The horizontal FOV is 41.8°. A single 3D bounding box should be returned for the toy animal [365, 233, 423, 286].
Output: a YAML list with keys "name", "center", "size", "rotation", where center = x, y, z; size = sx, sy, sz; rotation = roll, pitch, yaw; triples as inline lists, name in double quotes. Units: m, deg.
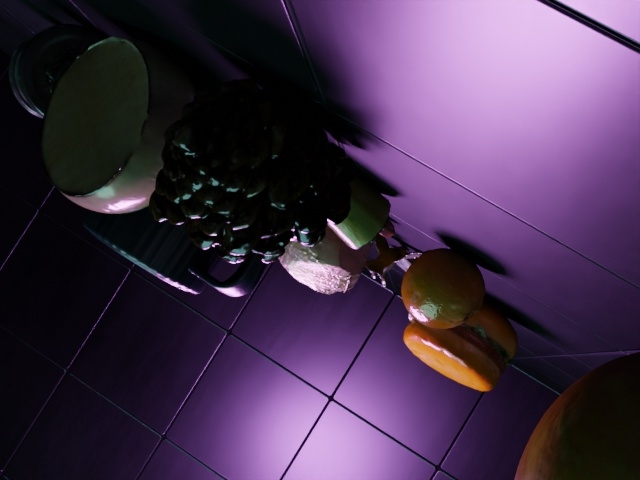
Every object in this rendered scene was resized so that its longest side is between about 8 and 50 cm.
- name: "toy animal"
  center: [0.135, 0.041, 1.722]
  size: [0.219, 0.095, 0.155]
  rotation: [31, 172, 25]

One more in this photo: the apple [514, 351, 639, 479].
- name: "apple"
  center: [0.413, 0.322, 0.954]
  size: [0.384, 0.374, 0.374]
  rotation: [35, 179, 34]

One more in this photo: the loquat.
- name: "loquat"
  center: [0.200, 0.078, 1.360]
  size: [0.141, 0.141, 0.141]
  rotation: [32, 177, 2]

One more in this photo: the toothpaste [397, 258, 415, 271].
- name: "toothpaste"
  center: [0.255, 0.099, 1.877]
  size: [0.268, 0.047, 0.069]
  rotation: [36, -166, -17]

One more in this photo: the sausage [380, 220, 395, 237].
- name: "sausage"
  center: [0.074, -0.050, 1.461]
  size: [0.147, 0.035, 0.030]
  rotation: [36, 143, -30]

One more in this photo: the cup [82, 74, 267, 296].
- name: "cup"
  center: [-0.192, -0.072, 1.368]
  size: [0.308, 0.292, 0.242]
  rotation: [33, 176, -1]

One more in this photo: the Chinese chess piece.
- name: "Chinese chess piece"
  center: [-0.295, -0.166, 1.218]
  size: [0.257, 0.257, 0.104]
  rotation: [29, -173, 39]

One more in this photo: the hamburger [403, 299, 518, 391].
- name: "hamburger"
  center: [0.304, 0.198, 1.784]
  size: [0.246, 0.170, 0.246]
  rotation: [34, 165, 10]

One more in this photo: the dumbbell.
- name: "dumbbell"
  center: [-0.476, -0.304, 1.550]
  size: [0.179, 0.179, 0.406]
  rotation: [34, 177, -25]

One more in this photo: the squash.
- name: "squash"
  center: [0.011, -0.079, 1.221]
  size: [0.188, 0.095, 0.095]
  rotation: [39, 173, -29]

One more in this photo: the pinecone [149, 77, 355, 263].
- name: "pinecone"
  center: [-0.083, -0.075, 1.032]
  size: [0.224, 0.224, 0.272]
  rotation: [30, 180, 34]

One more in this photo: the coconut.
- name: "coconut"
  center: [0.001, -0.003, 1.600]
  size: [0.194, 0.194, 0.194]
  rotation: [32, 177, 2]
